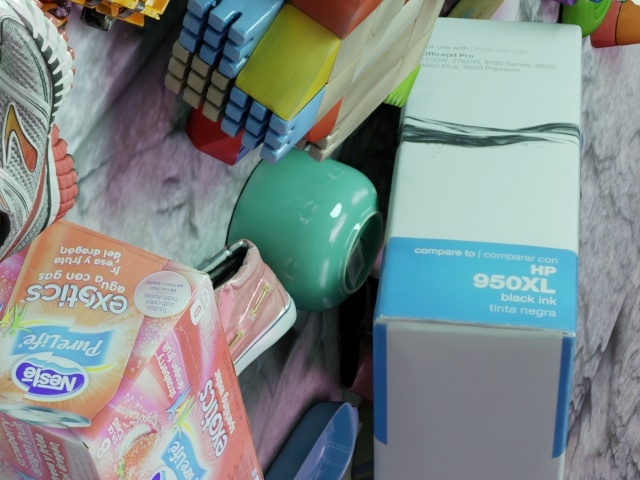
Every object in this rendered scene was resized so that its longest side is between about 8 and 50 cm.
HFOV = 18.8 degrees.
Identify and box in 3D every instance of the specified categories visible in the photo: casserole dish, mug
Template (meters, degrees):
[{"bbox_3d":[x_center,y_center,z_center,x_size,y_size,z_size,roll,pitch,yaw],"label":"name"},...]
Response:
[{"bbox_3d":[-0.020,0.235,1.899,0.188,0.037,0.114,-57,155,-32],"label":"casserole dish"},{"bbox_3d":[0.000,-0.007,1.641,0.158,0.097,0.129,-22,129,-62],"label":"mug"}]

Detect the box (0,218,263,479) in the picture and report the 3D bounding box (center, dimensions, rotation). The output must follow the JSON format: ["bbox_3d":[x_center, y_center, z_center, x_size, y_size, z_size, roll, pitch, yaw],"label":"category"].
[{"bbox_3d":[-0.150,0.141,1.343,0.154,0.142,0.300,-58,156,-29],"label":"box"}]

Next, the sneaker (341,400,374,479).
[{"bbox_3d":[0.066,0.261,2.061,0.064,0.086,0.192,1,107,-68],"label":"sneaker"}]

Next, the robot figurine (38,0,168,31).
[{"bbox_3d":[-0.113,-0.256,1.156,0.211,0.085,0.291,8,101,-68],"label":"robot figurine"}]

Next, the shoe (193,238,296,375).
[{"bbox_3d":[-0.099,0.080,1.540,0.178,0.063,0.081,-45,125,-22],"label":"shoe"}]

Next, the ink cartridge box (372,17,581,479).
[{"bbox_3d":[0.143,0.030,1.720,0.395,0.166,0.285,-81,172,-45],"label":"ink cartridge box"}]

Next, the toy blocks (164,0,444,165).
[{"bbox_3d":[0.000,-0.172,1.372,0.261,0.190,0.381,-46,167,-34],"label":"toy blocks"}]

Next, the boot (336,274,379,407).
[{"bbox_3d":[0.062,0.155,1.930,0.207,0.090,0.248,14,77,-62],"label":"boot"}]

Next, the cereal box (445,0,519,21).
[{"bbox_3d":[0.146,-0.130,1.961,0.173,0.047,0.240,-53,153,-38],"label":"cereal box"}]

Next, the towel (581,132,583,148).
[{"bbox_3d":[0.251,0.019,2.378,0.209,0.034,0.285,-33,136,-54],"label":"towel"}]

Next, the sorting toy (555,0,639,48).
[{"bbox_3d":[0.367,-0.279,2.265,0.365,0.126,0.127,2,107,-69],"label":"sorting toy"}]

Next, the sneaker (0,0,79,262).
[{"bbox_3d":[-0.195,-0.066,1.122,0.093,0.088,0.225,-52,153,-36],"label":"sneaker"}]
